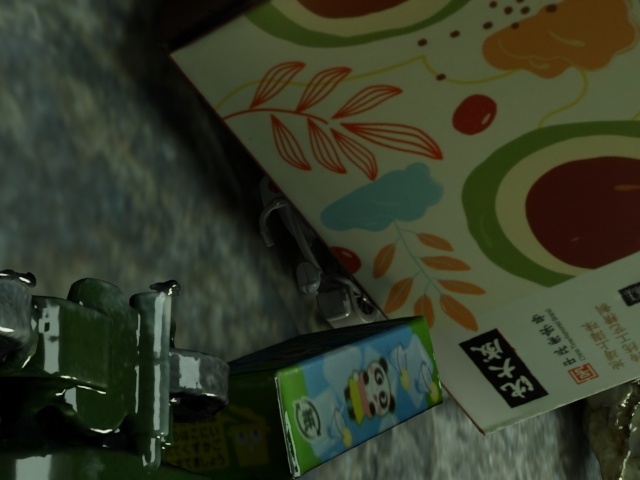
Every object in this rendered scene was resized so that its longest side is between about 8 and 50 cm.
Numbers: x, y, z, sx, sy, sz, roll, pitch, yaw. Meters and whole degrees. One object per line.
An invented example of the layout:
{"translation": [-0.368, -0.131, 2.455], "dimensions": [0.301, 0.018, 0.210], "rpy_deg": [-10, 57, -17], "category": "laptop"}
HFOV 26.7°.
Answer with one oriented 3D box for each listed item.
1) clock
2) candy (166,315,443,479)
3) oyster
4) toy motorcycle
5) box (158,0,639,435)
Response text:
{"translation": [0.000, 0.000, 0.890], "dimensions": [0.087, 0.041, 0.129], "rpy_deg": [-27, 100, -63], "category": "clock"}
{"translation": [-0.013, 0.093, 0.788], "dimensions": [0.194, 0.097, 0.062], "rpy_deg": [-13, 90, -61], "category": "candy"}
{"translation": [0.295, 0.073, 1.317], "dimensions": [0.166, 0.110, 0.341], "rpy_deg": [8, 78, -54], "category": "oyster"}
{"translation": [-0.124, 0.109, 0.576], "dimensions": [0.275, 0.127, 0.205], "rpy_deg": [32, 56, -61], "category": "toy motorcycle"}
{"translation": [0.156, -0.090, 0.813], "dimensions": [0.385, 0.344, 0.122], "rpy_deg": [50, 27, -32], "category": "box"}
